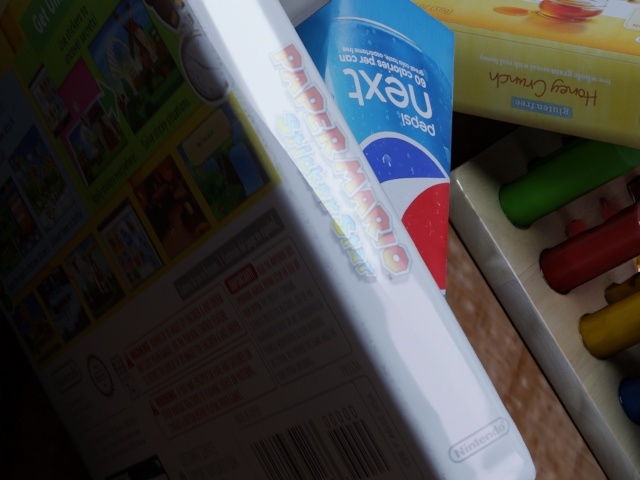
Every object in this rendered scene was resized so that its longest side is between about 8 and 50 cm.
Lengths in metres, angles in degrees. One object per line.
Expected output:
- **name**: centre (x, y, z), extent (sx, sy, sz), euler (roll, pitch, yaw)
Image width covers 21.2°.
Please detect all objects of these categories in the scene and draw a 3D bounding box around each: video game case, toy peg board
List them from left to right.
- **video game case**: centre (-0.052, -0.008, 0.456), extent (0.026, 0.227, 0.206), euler (-28, 88, -26)
- **toy peg board**: centre (0.156, 0.002, 0.783), extent (0.161, 0.079, 0.161), euler (-33, 92, -51)

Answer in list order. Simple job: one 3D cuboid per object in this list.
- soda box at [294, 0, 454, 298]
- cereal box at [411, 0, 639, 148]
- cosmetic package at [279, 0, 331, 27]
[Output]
- **soda box**: centre (0.000, 0.000, 0.620), extent (0.067, 0.071, 0.210), euler (31, 46, -31)
- **cereal box**: centre (0.145, -0.115, 0.784), extent (0.240, 0.173, 0.047), euler (-45, 141, -51)
- **cosmetic package**: centre (-0.045, -0.222, 0.648), extent (0.197, 0.155, 0.365), euler (45, 41, -16)
